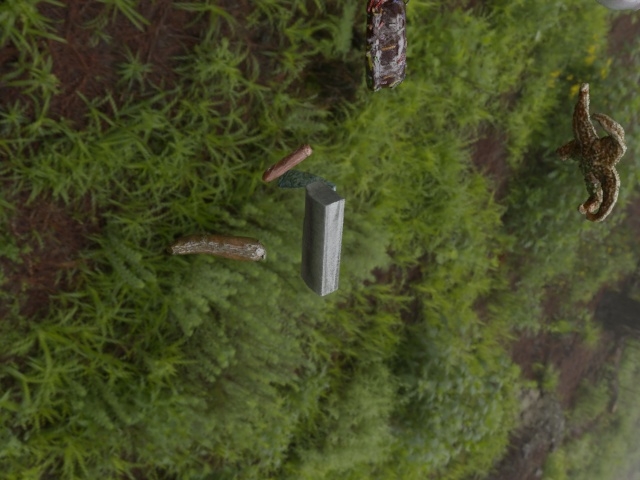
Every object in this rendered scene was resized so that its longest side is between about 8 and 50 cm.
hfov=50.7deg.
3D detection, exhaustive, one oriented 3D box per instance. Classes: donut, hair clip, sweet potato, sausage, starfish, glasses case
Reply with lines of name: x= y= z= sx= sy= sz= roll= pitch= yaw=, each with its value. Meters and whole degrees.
donut: x=0.148 y=-0.445 z=1.507 sx=0.230 sy=0.096 sz=0.216 roll=88 pitch=5 yaw=-45
hair clip: x=-0.047 y=-0.171 z=1.954 sx=0.066 sy=0.229 sz=0.036 roll=-59 pitch=136 yaw=-19
sweet potato: x=-0.286 y=0.016 z=1.869 sx=0.075 sy=0.274 sz=0.075 roll=-175 pitch=-90 yaw=-77
sausage: x=-0.089 y=-0.196 z=1.732 sx=0.158 sy=0.036 sz=0.042 roll=-32 pitch=156 yaw=20
starfish: x=0.411 y=-0.132 z=1.010 sx=0.053 sy=0.150 sz=0.209 roll=-20 pitch=103 yaw=-18
glasses case: x=0.000 y=0.000 z=1.187 sx=0.047 sy=0.071 sz=0.204 roll=-24 pitch=136 yaw=-29

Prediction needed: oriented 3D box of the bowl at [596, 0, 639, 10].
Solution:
bowl: x=0.770 y=-0.648 z=1.588 sx=0.287 sy=0.143 sz=0.287 roll=-36 pitch=180 yaw=0
